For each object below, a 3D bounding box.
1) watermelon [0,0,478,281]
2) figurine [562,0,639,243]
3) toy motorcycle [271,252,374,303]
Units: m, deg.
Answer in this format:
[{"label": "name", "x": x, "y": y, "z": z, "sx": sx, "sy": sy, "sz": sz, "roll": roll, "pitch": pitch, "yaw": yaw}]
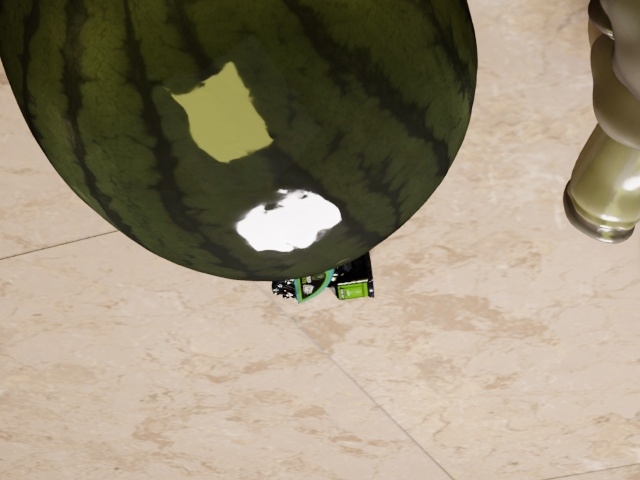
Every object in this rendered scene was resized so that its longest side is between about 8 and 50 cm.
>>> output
[{"label": "watermelon", "x": -0.044, "y": -0.118, "z": 1.056, "sx": 0.279, "sy": 0.279, "sz": 0.359, "roll": -13, "pitch": 147, "yaw": 21}, {"label": "figurine", "x": 0.264, "y": -0.126, "z": 1.123, "sx": 0.248, "sy": 0.203, "sz": 0.380, "roll": 2, "pitch": 151, "yaw": -12}, {"label": "toy motorcycle", "x": 0.000, "y": 0.000, "z": 1.483, "sx": 0.100, "sy": 0.058, "sz": 0.173, "roll": -8, "pitch": 151, "yaw": -1}]
